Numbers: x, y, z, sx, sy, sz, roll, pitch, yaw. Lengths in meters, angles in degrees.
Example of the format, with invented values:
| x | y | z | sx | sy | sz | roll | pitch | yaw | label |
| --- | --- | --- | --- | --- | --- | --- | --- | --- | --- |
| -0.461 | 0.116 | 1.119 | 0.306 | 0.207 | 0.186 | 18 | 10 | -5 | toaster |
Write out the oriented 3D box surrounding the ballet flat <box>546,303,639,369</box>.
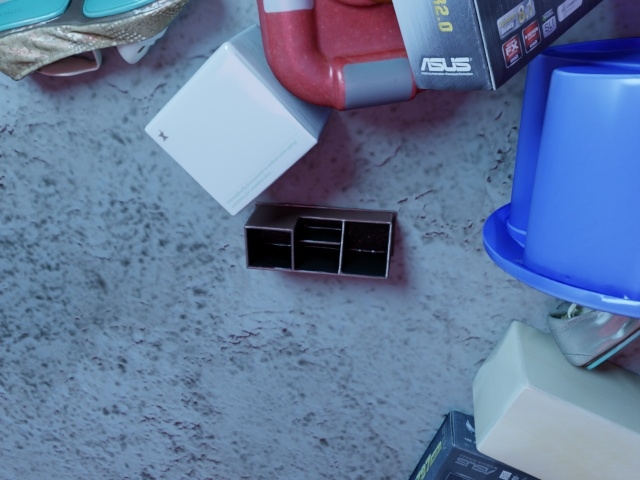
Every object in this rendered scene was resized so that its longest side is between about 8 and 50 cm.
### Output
| x | y | z | sx | sy | sz | roll | pitch | yaw | label |
| --- | --- | --- | --- | --- | --- | --- | --- | --- | --- |
| 0.286 | 0.030 | 0.564 | 0.213 | 0.072 | 0.068 | -38 | 74 | 22 | ballet flat |

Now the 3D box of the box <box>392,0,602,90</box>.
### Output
| x | y | z | sx | sy | sz | roll | pitch | yaw | label |
| --- | --- | --- | --- | --- | --- | --- | --- | --- | --- |
| 0.119 | -0.217 | 0.376 | 0.056 | 0.231 | 0.183 | 15 | 135 | 46 | box |

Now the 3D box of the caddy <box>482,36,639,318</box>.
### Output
| x | y | z | sx | sy | sz | roll | pitch | yaw | label |
| --- | --- | --- | --- | --- | --- | --- | --- | --- | --- |
| 0.279 | -0.036 | 0.435 | 0.341 | 0.241 | 0.179 | -1 | 110 | 11 | caddy |

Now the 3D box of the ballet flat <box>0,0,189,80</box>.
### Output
| x | y | z | sx | sy | sz | roll | pitch | yaw | label |
| --- | --- | --- | --- | --- | --- | --- | --- | --- | --- |
| -0.183 | -0.175 | 0.553 | 0.206 | 0.073 | 0.067 | -6 | 142 | 16 | ballet flat |

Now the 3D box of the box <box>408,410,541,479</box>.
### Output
| x | y | z | sx | sy | sz | roll | pitch | yaw | label |
| --- | --- | --- | --- | --- | --- | --- | --- | --- | --- |
| 0.207 | 0.295 | 0.711 | 0.233 | 0.059 | 0.183 | 20 | 118 | -1 | box |

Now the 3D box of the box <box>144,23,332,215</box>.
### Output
| x | y | z | sx | sy | sz | roll | pitch | yaw | label |
| --- | --- | --- | --- | --- | --- | --- | --- | --- | --- |
| -0.062 | -0.098 | 0.547 | 0.101 | 0.087 | 0.102 | -38 | 104 | 24 | box |

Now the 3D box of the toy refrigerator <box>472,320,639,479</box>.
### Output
| x | y | z | sx | sy | sz | roll | pitch | yaw | label |
| --- | --- | --- | --- | --- | --- | --- | --- | --- | --- |
| 0.279 | 0.187 | 0.621 | 0.269 | 0.102 | 0.094 | 25 | 118 | -3 | toy refrigerator |

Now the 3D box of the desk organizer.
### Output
| x | y | z | sx | sy | sz | roll | pitch | yaw | label |
| --- | --- | --- | --- | --- | --- | --- | --- | --- | --- |
| 0.000 | 0.000 | 0.606 | 0.130 | 0.050 | 0.047 | 4 | 117 | 8 | desk organizer |

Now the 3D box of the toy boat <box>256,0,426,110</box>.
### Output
| x | y | z | sx | sy | sz | roll | pitch | yaw | label |
| --- | --- | --- | --- | --- | --- | --- | --- | --- | --- |
| 0.032 | -0.191 | 0.435 | 0.151 | 0.151 | 0.231 | -10 | 116 | -6 | toy boat |
